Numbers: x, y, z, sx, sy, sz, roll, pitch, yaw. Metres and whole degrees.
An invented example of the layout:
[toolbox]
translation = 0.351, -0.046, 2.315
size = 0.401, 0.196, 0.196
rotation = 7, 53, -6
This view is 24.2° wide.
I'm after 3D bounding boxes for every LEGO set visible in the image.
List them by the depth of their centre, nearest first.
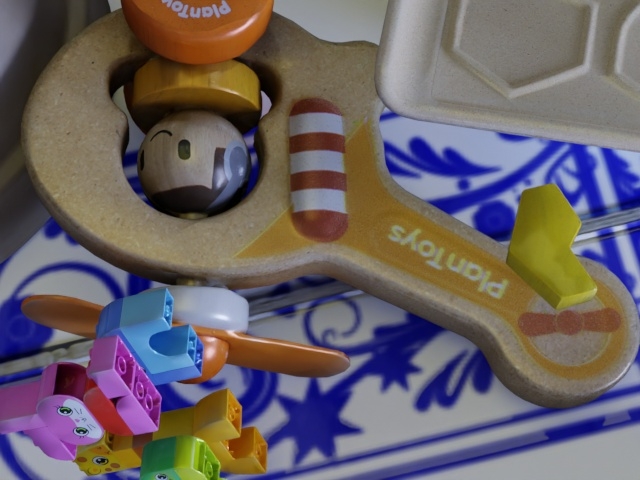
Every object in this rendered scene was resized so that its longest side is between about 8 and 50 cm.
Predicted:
[LEGO set]
translation = -0.092, 0.104, 0.742
size = 0.093, 0.227, 0.087
rotation = -13, 46, 15

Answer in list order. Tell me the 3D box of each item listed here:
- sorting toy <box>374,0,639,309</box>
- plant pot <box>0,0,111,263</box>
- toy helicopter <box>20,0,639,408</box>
[sorting toy]
translation = 0.148, -0.100, 0.793
size = 0.229, 0.041, 0.307
rotation = 11, 69, 4
[plant pot]
translation = -0.305, -0.148, 0.825
size = 0.323, 0.280, 0.323
rotation = -3, 68, 8
[toy helicopter]
translation = 0.000, 0.000, 0.806
size = 0.355, 0.140, 0.235
rotation = 27, 67, 4
